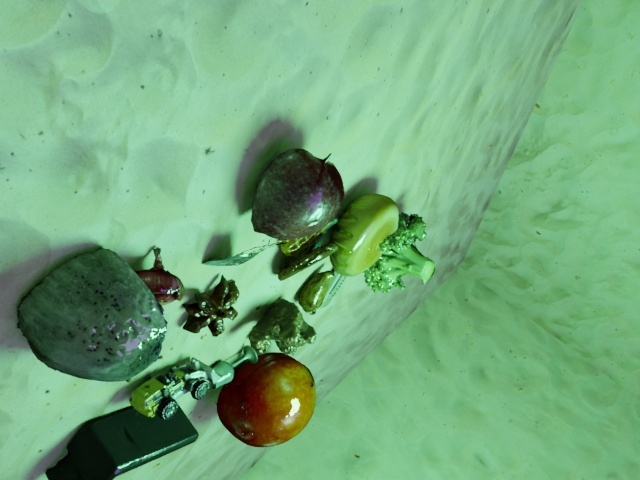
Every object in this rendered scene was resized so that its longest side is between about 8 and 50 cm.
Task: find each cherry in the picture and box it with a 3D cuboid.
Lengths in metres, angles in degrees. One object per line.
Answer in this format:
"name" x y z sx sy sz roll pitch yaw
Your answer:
"cherry" -0.062 -0.113 1.451 0.300 0.203 0.230 -42 162 17

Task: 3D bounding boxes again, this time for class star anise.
"star anise" -0.305 0.201 1.608 0.196 0.111 0.212 -51 165 20

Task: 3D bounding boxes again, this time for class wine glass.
"wine glass" -0.317 0.450 1.978 0.196 0.079 0.079 -27 148 -43

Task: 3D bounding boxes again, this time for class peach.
"peach" -0.204 0.594 2.097 0.370 0.370 0.370 -40 155 -23

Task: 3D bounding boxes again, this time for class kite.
"kite" -0.193 0.036 1.487 0.245 0.015 0.141 -22 167 34

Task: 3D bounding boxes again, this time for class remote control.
"remote control" 0.052 0.173 2.276 0.090 0.049 0.230 -5 131 -58

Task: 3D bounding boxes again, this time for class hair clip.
"hair clip" -0.002 -0.001 1.930 0.066 0.036 0.229 -17 147 -44

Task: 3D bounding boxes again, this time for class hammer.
"hammer" -0.503 0.365 1.598 0.123 0.014 0.029 -34 161 -40

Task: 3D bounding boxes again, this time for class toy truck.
"toy truck" -0.432 0.432 1.684 0.286 0.136 0.111 -27 127 -46

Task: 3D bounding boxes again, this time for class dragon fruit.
"dragon fruit" -0.465 0.192 1.150 0.204 0.221 0.282 -36 156 -45

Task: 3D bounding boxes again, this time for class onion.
"onion" -0.387 0.085 1.292 0.150 0.140 0.150 -5 165 -1

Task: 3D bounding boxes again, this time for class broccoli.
"broccoli" 0.306 0.045 2.294 0.277 0.318 0.338 10 78 -51

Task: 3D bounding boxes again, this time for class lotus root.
"lotus root" -0.016 0.185 2.127 0.190 0.095 0.108 -63 179 7

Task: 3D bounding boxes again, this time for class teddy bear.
"teddy bear" -0.135 0.346 1.992 0.296 0.247 0.222 -79 159 -62

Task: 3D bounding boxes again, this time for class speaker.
"speaker" -0.574 0.617 1.656 0.184 0.180 0.388 -52 157 20

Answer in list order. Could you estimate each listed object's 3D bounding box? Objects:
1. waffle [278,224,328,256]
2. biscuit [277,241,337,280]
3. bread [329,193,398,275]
"waffle" -0.045 -0.048 1.758 0.253 0.056 0.249 -54 157 14
"biscuit" -0.044 0.067 1.850 0.226 0.042 0.226 -30 177 -2
"bread" 0.140 -0.025 1.997 0.333 0.160 0.333 -40 153 -25
